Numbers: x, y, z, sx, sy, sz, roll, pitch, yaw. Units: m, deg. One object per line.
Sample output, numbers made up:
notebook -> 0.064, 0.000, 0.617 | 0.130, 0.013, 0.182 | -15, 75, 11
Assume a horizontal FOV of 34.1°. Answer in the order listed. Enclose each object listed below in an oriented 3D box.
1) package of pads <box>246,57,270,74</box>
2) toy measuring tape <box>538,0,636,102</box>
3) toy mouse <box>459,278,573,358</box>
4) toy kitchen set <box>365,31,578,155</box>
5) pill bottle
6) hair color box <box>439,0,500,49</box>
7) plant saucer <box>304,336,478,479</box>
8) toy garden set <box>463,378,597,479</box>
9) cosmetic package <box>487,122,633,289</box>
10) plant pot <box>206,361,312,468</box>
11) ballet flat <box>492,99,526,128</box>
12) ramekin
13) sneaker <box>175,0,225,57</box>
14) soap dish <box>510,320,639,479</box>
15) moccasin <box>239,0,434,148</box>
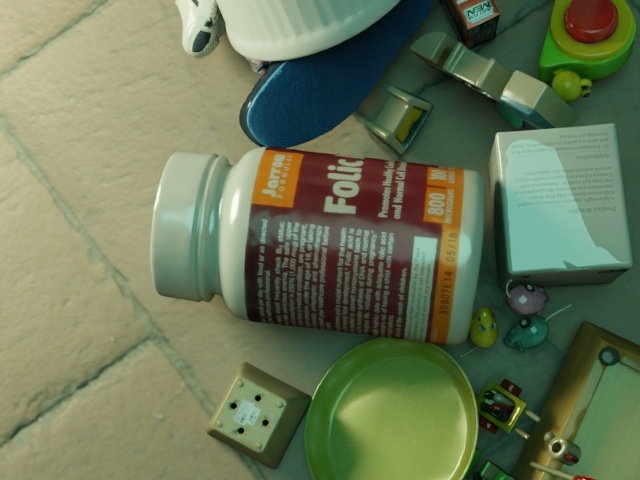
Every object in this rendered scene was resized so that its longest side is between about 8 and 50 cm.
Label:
package of pads -> -0.072, -0.276, 1.458 | 0.032, 0.050, 0.083 | 28, 84, 8
toy measuring tape -> 0.379, -0.330, 1.412 | 0.121, 0.121, 0.330 | 16, 72, 6
toy mouse -> 0.262, 0.103, 1.338 | 0.143, 0.161, 0.031 | -7, 47, -11
toy kitchen set -> 0.196, -0.156, 1.381 | 0.207, 0.122, 0.166 | 35, 98, 34
pill bottle -> 0.000, 0.000, 1.318 | 0.392, 0.224, 0.224 | 6, 81, 4
hair color box -> 0.185, -0.354, 1.432 | 0.053, 0.093, 0.167 | -25, 79, 0
plant saucer -> 0.092, 0.241, 1.326 | 0.241, 0.037, 0.241 | -12, 65, 26
toy garden set -> 0.224, 0.289, 1.249 | 0.049, 0.244, 0.204 | 32, 90, -34
cosmetic package -> 0.301, -0.038, 1.340 | 0.151, 0.151, 0.183 | -3, 80, 4
plant pot -> -0.085, 0.226, 1.350 | 0.109, 0.096, 0.109 | 27, 83, 7
ballet flat -> 0.249, -0.204, 1.432 | 0.041, 0.041, 0.114 | -42, 81, -4
ramekin -> -0.021, -0.369, 1.352 | 0.277, 0.135, 0.277 | -18, 39, 16
sneaker -> -0.209, -0.368, 1.462 | 0.153, 0.094, 0.235 | 5, 81, 6
soap dish -> 0.378, 0.274, 1.299 | 0.229, 0.118, 0.291 | 26, 82, 8
moccasin -> 0.019, -0.246, 1.415 | 0.342, 0.117, 0.138 | -42, 120, -17
